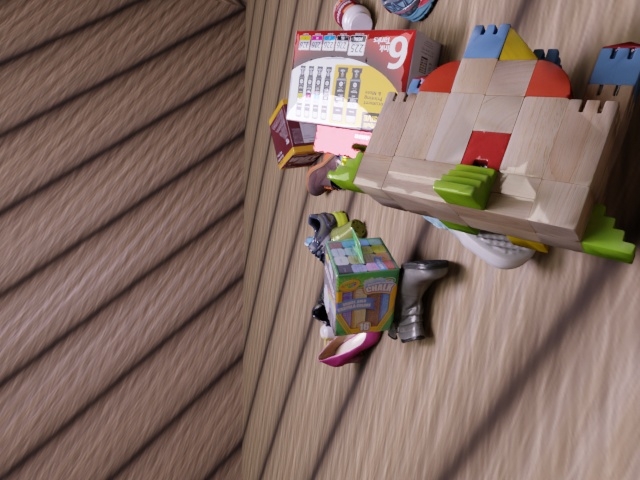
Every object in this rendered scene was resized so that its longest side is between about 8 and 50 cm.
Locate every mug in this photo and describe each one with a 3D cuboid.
[{"bbox_3d":[0.035,0.283,1.354,0.062,0.064,0.078,140,130,-62],"label":"mug"}]

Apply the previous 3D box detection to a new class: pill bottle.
[{"bbox_3d":[0.095,-0.640,1.295,0.152,0.086,0.086,-111,31,-47],"label":"pill bottle"}]

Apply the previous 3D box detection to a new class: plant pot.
[{"bbox_3d":[0.085,-0.021,1.262,0.079,0.083,0.083,-42,47,46],"label":"plant pot"}]

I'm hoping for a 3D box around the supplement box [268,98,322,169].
[{"bbox_3d":[-0.085,-0.382,1.628,0.191,0.129,0.194,154,103,-67],"label":"supplement box"}]

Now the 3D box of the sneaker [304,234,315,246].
[{"bbox_3d":[0.000,0.000,1.525,0.162,0.063,0.073,13,81,65],"label":"sneaker"}]

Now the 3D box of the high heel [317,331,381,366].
[{"bbox_3d":[0.076,0.247,1.171,0.244,0.117,0.082,113,152,-43],"label":"high heel"}]

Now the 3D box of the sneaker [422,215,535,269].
[{"bbox_3d":[0.247,-0.069,0.799,0.150,0.135,0.366,72,177,-48],"label":"sneaker"}]

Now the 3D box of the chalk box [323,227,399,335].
[{"bbox_3d":[0.083,0.077,0.957,0.132,0.132,0.213,-107,16,-56],"label":"chalk box"}]

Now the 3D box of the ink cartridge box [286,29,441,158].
[{"bbox_3d":[0.083,-0.318,1.019,0.309,0.130,0.272,17,107,34],"label":"ink cartridge box"}]

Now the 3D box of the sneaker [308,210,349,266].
[{"bbox_3d":[0.028,0.042,1.326,0.111,0.121,0.300,119,148,-50],"label":"sneaker"}]

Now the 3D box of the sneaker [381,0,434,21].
[{"bbox_3d":[0.209,-0.579,0.921,0.262,0.125,0.104,119,147,-50],"label":"sneaker"}]

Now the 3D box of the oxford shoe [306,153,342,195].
[{"bbox_3d":[0.025,-0.192,1.415,0.271,0.096,0.098,134,129,-61],"label":"oxford shoe"}]

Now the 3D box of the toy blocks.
[{"bbox_3d":[0.224,-0.152,0.588,0.381,0.190,0.261,18,85,38],"label":"toy blocks"}]

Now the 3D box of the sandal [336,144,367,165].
[{"bbox_3d":[0.098,-0.318,1.200,0.138,0.126,0.318,-121,40,-63],"label":"sandal"}]

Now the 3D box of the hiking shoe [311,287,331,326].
[{"bbox_3d":[0.024,0.190,1.325,0.227,0.114,0.086,-144,60,-66],"label":"hiking shoe"}]

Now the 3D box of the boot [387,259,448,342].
[{"bbox_3d":[0.201,0.129,0.932,0.246,0.083,0.161,137,128,-72],"label":"boot"}]
